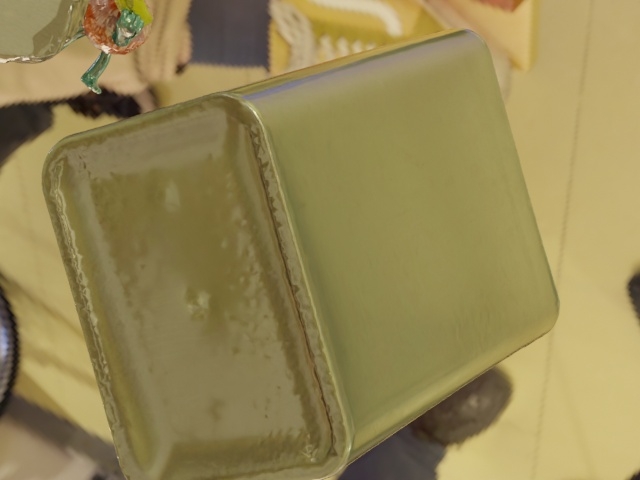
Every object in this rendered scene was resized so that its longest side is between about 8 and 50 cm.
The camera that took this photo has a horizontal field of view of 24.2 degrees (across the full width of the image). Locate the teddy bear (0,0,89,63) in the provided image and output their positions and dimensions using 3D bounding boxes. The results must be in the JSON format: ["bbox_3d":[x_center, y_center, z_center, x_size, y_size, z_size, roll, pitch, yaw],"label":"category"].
[{"bbox_3d":[-0.269,-0.235,1.187,0.251,0.171,0.144,-131,49,-62],"label":"teddy bear"}]

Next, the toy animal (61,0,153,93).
[{"bbox_3d":[-0.185,-0.208,1.331,0.100,0.103,0.208,14,147,-27],"label":"toy animal"}]

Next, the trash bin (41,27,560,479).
[{"bbox_3d":[0.000,0.000,0.664,0.122,0.240,0.164,-13,94,27],"label":"trash bin"}]
